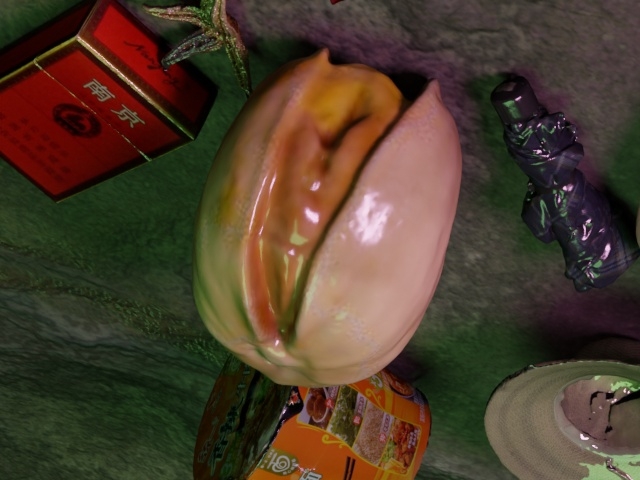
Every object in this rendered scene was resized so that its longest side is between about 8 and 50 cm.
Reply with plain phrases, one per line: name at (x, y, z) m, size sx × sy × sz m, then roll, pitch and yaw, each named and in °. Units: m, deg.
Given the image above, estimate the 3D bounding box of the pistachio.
pistachio at (0.004, -0.010, 1.625) m, size 0.230 × 0.230 × 0.308 m, roll 18°, pitch 104°, yaw 9°

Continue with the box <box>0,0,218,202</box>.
box at (-0.230, -0.131, 1.766) m, size 0.153 × 0.074 × 0.240 m, roll 45°, pitch 141°, yaw -22°

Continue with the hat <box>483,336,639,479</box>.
hat at (0.290, 0.156, 1.817) m, size 0.252 × 0.110 × 0.252 m, roll 11°, pitch 138°, yaw 10°

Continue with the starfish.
starfish at (-0.091, -0.175, 1.643) m, size 0.133 × 0.041 × 0.130 m, roll -12°, pitch 125°, yaw 50°

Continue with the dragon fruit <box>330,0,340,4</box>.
dragon fruit at (0.049, -0.259, 1.419) m, size 0.106 × 0.083 × 0.162 m, roll 56°, pitch 150°, yaw -10°

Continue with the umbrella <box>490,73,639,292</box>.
umbrella at (0.203, -0.053, 1.622) m, size 0.224 × 0.080 × 0.071 m, roll 56°, pitch 170°, yaw -34°

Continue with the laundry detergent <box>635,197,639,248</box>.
laundry detergent at (0.360, -0.074, 1.473) m, size 0.159 × 0.088 × 0.335 m, roll 24°, pitch 146°, yaw 6°

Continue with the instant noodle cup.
instant noodle cup at (-0.004, 0.203, 1.978) m, size 0.182 × 0.230 × 0.230 m, roll 27°, pitch 148°, yaw -20°
